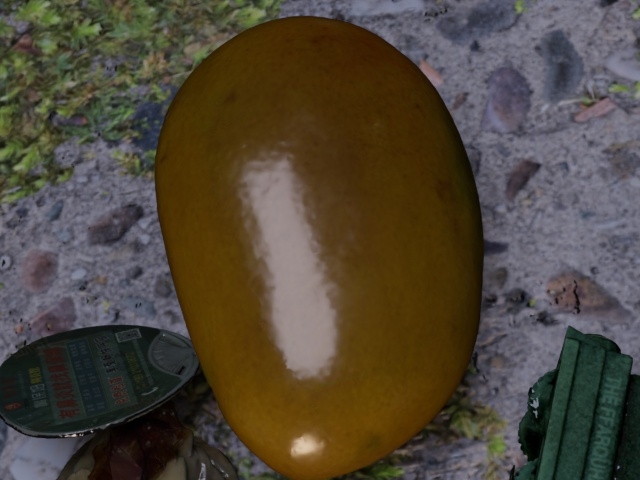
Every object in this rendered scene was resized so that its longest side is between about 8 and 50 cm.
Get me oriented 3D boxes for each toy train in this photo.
[{"bbox_3d":[0.243,0.243,1.368,0.178,0.138,0.330,12,66,9],"label":"toy train"}]

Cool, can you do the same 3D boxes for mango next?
[{"bbox_3d":[0.000,0.000,1.467,0.300,0.232,0.445,2,62,-12],"label":"mango"}]

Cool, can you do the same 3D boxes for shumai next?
[{"bbox_3d":[-0.169,0.239,1.471,0.201,0.120,0.201,-5,63,9],"label":"shumai"}]

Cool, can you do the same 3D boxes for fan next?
[{"bbox_3d":[-0.188,0.114,1.543,0.294,0.012,0.223,-25,26,-38],"label":"fan"}]
